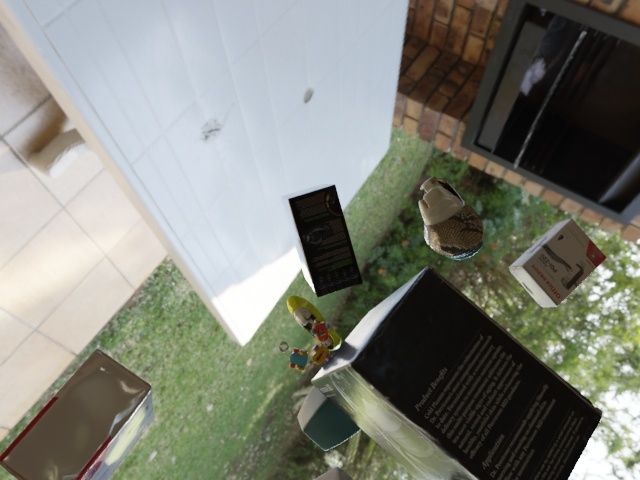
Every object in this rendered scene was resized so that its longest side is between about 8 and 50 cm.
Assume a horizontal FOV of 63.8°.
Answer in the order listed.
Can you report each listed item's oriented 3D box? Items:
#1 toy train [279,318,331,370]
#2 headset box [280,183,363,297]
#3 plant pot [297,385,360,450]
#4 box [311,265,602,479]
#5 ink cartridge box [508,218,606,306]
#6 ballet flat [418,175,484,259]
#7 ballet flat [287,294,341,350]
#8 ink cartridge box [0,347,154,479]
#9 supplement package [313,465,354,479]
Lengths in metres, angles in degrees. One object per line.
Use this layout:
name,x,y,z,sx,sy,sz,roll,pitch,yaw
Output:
toy train,-0.032,0.309,1.520,0.166,0.125,0.046,-27,177,9
headset box,0.000,0.000,1.396,0.131,0.283,0.246,-17,-172,-6
plant pot,0.048,0.523,1.622,0.234,0.166,0.165,-45,-167,-4
box,0.275,0.371,1.229,0.297,0.471,0.480,-45,174,-22
ink cartridge box,0.688,0.067,1.499,0.218,0.159,0.092,-41,178,-7
ballet flat,0.360,-0.095,1.532,0.163,0.182,0.483,-30,-169,16
ballet flat,-0.026,0.268,1.660,0.077,0.231,0.077,-47,175,20
ink cartridge box,-0.334,0.282,0.747,0.172,0.100,0.237,-54,176,-32
supplement package,0.061,0.596,1.026,0.139,0.244,0.134,-36,-157,15
